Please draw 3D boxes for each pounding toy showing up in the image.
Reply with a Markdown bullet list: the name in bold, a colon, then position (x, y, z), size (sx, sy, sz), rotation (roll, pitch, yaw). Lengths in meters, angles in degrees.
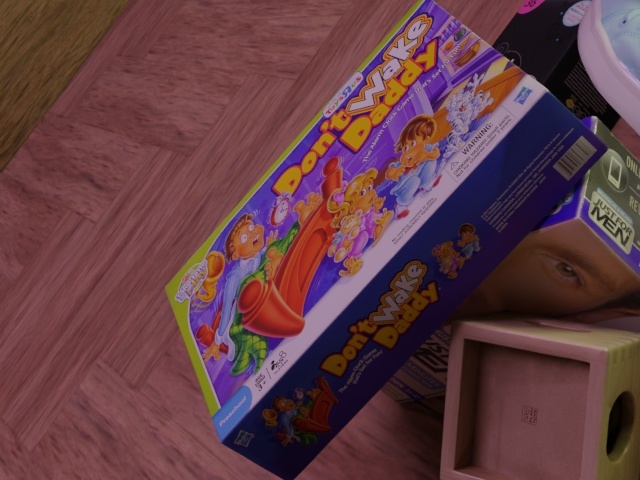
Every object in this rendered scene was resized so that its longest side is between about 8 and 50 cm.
- **pounding toy**: position (0.190, 0.169, 0.881), size (0.181, 0.094, 0.206), rotation (8, 98, 37)

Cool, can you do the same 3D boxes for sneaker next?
- **sneaker**: position (0.332, -0.135, 0.954), size (0.366, 0.135, 0.150), rotation (-110, 34, -45)

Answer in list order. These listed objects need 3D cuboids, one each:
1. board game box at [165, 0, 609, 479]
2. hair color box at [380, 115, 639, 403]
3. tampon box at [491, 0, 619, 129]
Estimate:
- **board game box**: position (0.033, -0.011, 0.949), size (0.347, 0.078, 0.233), rotation (-48, 31, 10)
- **hair color box**: position (0.141, 0.033, 1.018), size (0.339, 0.185, 0.110), rotation (-21, 41, 43)
- **tampon box**: position (0.228, -0.152, 1.191), size (0.161, 0.101, 0.120), rotation (-54, 30, -6)
